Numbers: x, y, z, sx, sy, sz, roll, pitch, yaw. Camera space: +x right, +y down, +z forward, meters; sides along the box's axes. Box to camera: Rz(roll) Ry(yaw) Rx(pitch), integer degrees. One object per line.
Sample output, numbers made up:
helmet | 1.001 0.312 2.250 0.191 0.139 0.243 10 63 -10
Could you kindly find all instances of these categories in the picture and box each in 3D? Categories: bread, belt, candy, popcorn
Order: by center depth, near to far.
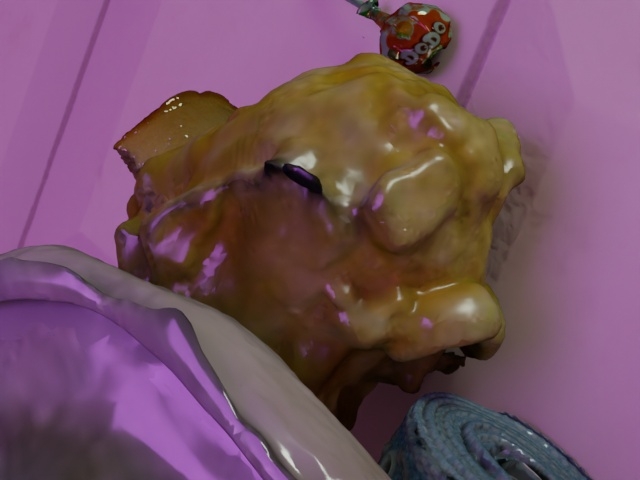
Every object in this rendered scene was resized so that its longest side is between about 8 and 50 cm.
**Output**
candy | -0.123 0.200 0.730 0.386 0.186 0.427 -42 70 19
belt | 0.103 0.164 0.733 0.163 0.147 0.082 -110 43 -66
popcorn | 0.000 0.000 0.829 0.286 0.215 0.252 -28 56 37
candy | 0.037 -0.173 0.957 0.055 0.049 0.184 -41 40 -3
bread | -0.094 -0.045 1.003 0.086 0.125 0.156 45 151 34
